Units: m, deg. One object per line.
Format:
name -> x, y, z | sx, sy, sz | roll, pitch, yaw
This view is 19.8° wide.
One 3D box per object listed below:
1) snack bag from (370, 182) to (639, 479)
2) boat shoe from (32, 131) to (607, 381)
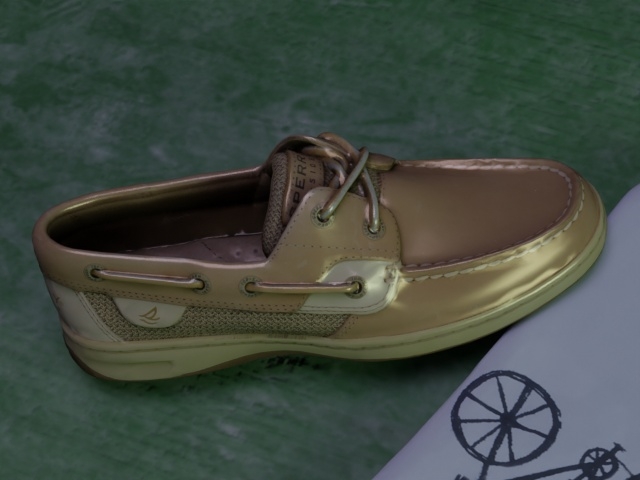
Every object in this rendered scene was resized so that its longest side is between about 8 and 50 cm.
snack bag -> 0.215, 0.151, 1.016 | 0.323, 0.037, 0.342 | 35, 68, 28
boat shoe -> 0.000, 0.000, 1.092 | 0.341, 0.110, 0.122 | -12, 41, 4
